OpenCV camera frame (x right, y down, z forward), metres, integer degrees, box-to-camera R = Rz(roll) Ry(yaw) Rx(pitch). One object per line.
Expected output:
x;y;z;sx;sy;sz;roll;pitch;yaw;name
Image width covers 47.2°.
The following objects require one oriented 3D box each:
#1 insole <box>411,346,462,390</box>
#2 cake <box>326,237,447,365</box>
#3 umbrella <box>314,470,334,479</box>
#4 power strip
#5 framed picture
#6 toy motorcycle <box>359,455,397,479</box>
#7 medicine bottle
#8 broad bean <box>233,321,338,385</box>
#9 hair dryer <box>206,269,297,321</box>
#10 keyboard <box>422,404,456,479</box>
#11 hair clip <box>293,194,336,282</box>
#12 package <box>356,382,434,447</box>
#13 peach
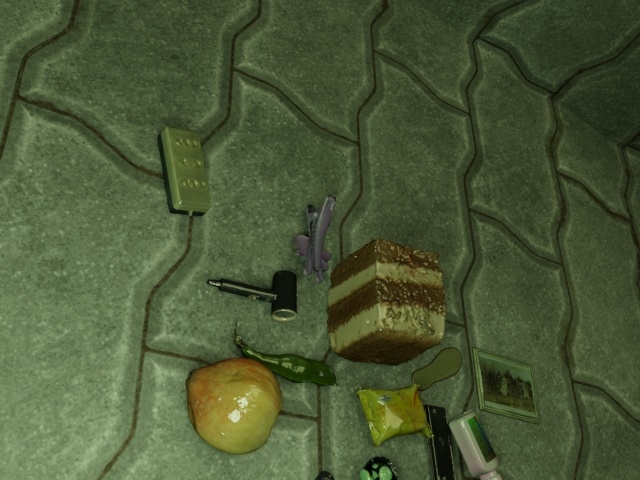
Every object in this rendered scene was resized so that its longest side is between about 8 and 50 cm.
0.360;0.391;2.227;0.253;0.005;0.086;-22;78;-44;insole
0.185;0.176;2.031;0.255;0.282;0.290;10;60;-30;cake
-0.034;0.617;1.749;0.046;0.050;0.188;40;42;19;umbrella
-0.364;-0.182;1.967;0.105;0.070;0.257;4;63;-36;power strip
0.602;0.467;2.363;0.274;0.017;0.217;18;54;-29;framed picture
0.182;0.711;1.818;0.196;0.125;0.331;-19;73;-41;toy motorcycle
0.452;0.607;2.110;0.115;0.078;0.219;-1;65;-59;medicine bottle
-0.085;0.312;1.892;0.318;0.056;0.098;30;49;-17;broad bean
-0.177;0.122;1.937;0.255;0.070;0.128;18;54;-23;hair dryer
0.334;0.581;2.076;0.093;0.025;0.230;17;55;-32;keyboard
-0.009;0.001;2.130;0.137;0.090;0.278;35;54;-33;hair clip
0.208;0.469;1.999;0.226;0.090;0.168;1;62;-35;package
-0.204;0.365;1.664;0.232;0.232;0.232;19;54;-28;peach
